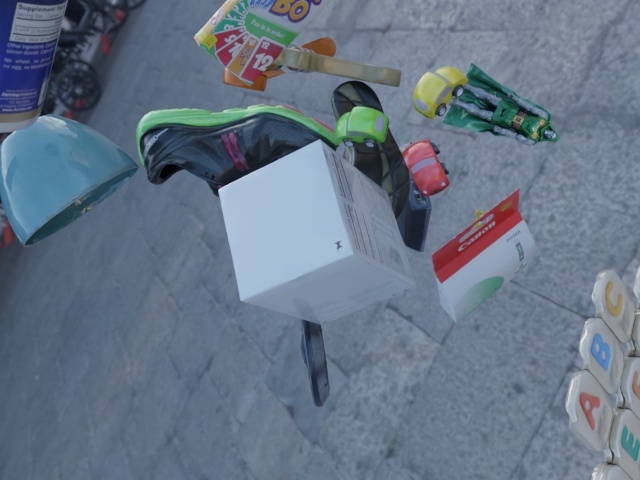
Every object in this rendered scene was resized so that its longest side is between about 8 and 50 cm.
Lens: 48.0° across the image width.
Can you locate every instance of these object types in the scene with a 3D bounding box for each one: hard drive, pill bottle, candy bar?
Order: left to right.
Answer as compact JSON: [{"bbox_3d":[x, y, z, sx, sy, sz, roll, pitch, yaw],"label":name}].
[{"bbox_3d":[-0.258,-0.190,0.561,0.112,0.111,0.187,-110,39,-54],"label":"pill bottle"},{"bbox_3d":[0.223,-0.110,1.806,0.255,0.054,0.172,-98,8,-45],"label":"hard drive"},{"bbox_3d":[0.374,-0.050,1.520,0.018,0.161,0.040,22,111,42],"label":"candy bar"}]

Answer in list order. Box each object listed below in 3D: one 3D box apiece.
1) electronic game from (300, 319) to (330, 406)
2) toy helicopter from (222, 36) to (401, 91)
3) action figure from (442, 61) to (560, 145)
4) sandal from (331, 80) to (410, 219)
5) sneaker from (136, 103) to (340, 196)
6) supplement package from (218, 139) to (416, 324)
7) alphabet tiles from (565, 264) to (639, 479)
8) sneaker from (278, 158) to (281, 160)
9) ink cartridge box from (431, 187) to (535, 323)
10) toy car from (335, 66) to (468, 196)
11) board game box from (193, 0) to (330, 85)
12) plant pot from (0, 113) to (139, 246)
[{"bbox_3d":[-0.016,0.217,1.434,0.229,0.048,0.230,-9,-90,-90],"label":"electronic game"},{"bbox_3d":[-0.018,-0.347,1.415,0.235,0.354,0.140,-100,20,-79],"label":"toy helicopter"},{"bbox_3d":[0.381,-0.258,1.470,0.137,0.232,0.063,-67,-14,15],"label":"action figure"},{"bbox_3d":[0.093,-0.164,1.397,0.086,0.120,0.303,123,137,-68],"label":"sandal"},{"bbox_3d":[-0.185,-0.200,1.648,0.482,0.185,0.202,-1,89,15],"label":"sneaker"},{"bbox_3d":[0.000,0.000,1.187,0.199,0.262,0.198,-23,66,21],"label":"supplement package"},{"bbox_3d":[0.332,0.170,0.718,0.021,0.278,0.284,-10,45,47],"label":"alphabet tiles"},{"bbox_3d":[-0.086,-0.200,1.823,0.153,0.282,0.099,-85,9,-77],"label":"sneaker"},{"bbox_3d":[0.273,0.032,1.184,0.181,0.225,0.056,-37,65,-6],"label":"ink cartridge box"},{"bbox_3d":[0.119,-0.193,1.201,0.224,0.053,0.239,4,69,28],"label":"toy car"},{"bbox_3d":[-0.066,-0.370,1.117,0.259,0.124,0.039,-46,49,10],"label":"board game box"},{"bbox_3d":[-0.563,-0.149,1.523,0.290,0.195,0.290,-36,6,5],"label":"plant pot"}]
